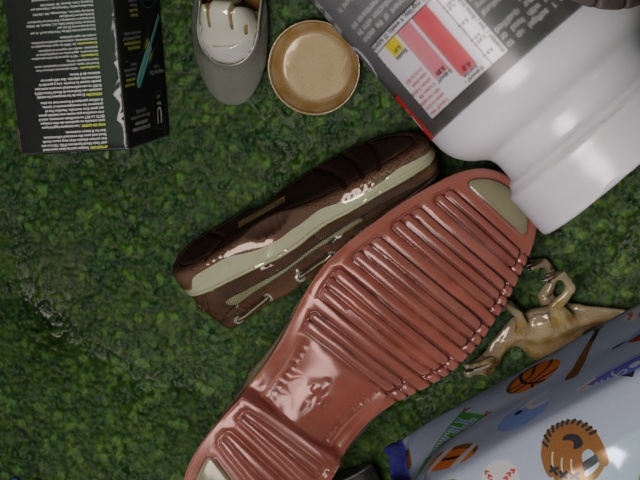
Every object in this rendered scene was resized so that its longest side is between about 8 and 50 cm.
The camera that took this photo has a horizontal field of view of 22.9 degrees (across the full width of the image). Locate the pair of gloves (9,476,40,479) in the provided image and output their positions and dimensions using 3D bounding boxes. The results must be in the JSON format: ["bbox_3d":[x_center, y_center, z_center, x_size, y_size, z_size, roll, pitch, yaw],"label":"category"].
[{"bbox_3d":[-0.346,0.263,1.549,0.198,0.023,0.159,43,107,3],"label":"pair of gloves"}]

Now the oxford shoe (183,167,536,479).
[{"bbox_3d":[0.026,0.090,1.371,0.140,0.146,0.397,45,93,-4],"label":"oxford shoe"}]

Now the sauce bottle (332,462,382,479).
[{"bbox_3d":[0.085,0.370,1.416,0.111,0.111,0.344,-26,89,16],"label":"sauce bottle"}]

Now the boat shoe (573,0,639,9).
[{"bbox_3d":[0.238,-0.263,1.171,0.130,0.355,0.132,46,127,24],"label":"boat shoe"}]

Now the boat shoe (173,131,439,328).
[{"bbox_3d":[0.000,-0.004,1.394,0.257,0.095,0.095,-27,113,18],"label":"boat shoe"}]

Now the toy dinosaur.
[{"bbox_3d":[0.206,0.064,1.377,0.183,0.053,0.093,-16,113,11],"label":"toy dinosaur"}]

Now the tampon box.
[{"bbox_3d":[-0.203,-0.162,1.387,0.101,0.120,0.161,-2,99,13],"label":"tampon box"}]

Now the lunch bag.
[{"bbox_3d":[0.282,0.277,1.274,0.328,0.239,0.385,-29,99,9],"label":"lunch bag"}]

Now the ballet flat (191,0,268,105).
[{"bbox_3d":[-0.081,-0.222,1.375,0.072,0.068,0.213,9,102,12],"label":"ballet flat"}]

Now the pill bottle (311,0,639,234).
[{"bbox_3d":[0.125,-0.195,1.256,0.210,0.210,0.363,-41,89,17],"label":"pill bottle"}]

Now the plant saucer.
[{"bbox_3d":[-0.005,-0.153,1.396,0.083,0.015,0.083,2,100,14],"label":"plant saucer"}]
